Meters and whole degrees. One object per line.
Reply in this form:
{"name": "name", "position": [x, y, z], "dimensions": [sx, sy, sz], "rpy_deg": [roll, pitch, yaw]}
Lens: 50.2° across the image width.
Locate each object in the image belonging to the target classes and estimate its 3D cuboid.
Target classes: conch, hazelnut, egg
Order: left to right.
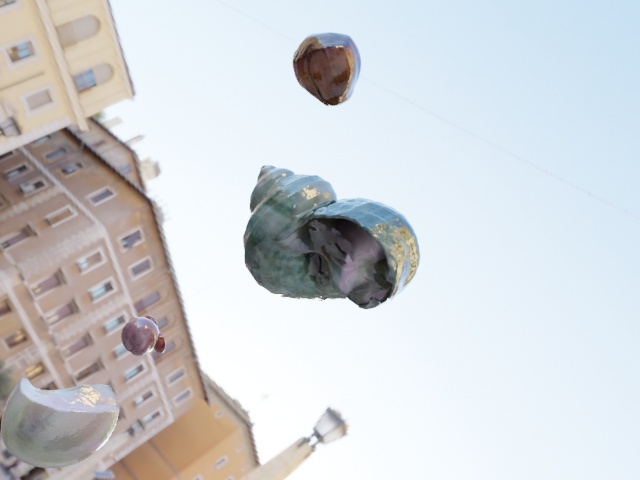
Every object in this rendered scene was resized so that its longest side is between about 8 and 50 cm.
{"name": "egg", "position": [-0.636, 0.434, 1.596], "dimensions": [0.162, 0.271, 0.206], "rpy_deg": [31, 64, -77]}
{"name": "conch", "position": [0.000, 0.000, 0.887], "dimensions": [0.277, 0.195, 0.220], "rpy_deg": [51, -13, 28]}
{"name": "hazelnut", "position": [0.008, -0.186, 0.744], "dimensions": [0.086, 0.086, 0.086], "rpy_deg": [39, -33, 31]}

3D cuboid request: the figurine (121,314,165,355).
{"name": "figurine", "position": [-0.330, 0.172, 1.253], "dimensions": [0.083, 0.071, 0.067], "rpy_deg": [47, -50, 31]}
